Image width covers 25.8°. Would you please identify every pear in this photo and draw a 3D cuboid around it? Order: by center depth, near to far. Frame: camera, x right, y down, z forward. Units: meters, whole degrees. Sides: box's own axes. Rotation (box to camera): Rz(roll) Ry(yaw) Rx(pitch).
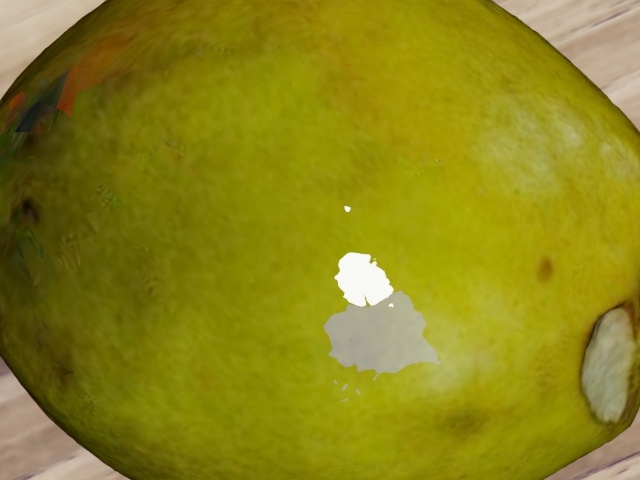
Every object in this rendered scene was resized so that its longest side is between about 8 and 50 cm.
[{"bbox_3d":[0.000,0.000,0.634,0.321,0.269,0.269,2,112,9],"label":"pear"}]
